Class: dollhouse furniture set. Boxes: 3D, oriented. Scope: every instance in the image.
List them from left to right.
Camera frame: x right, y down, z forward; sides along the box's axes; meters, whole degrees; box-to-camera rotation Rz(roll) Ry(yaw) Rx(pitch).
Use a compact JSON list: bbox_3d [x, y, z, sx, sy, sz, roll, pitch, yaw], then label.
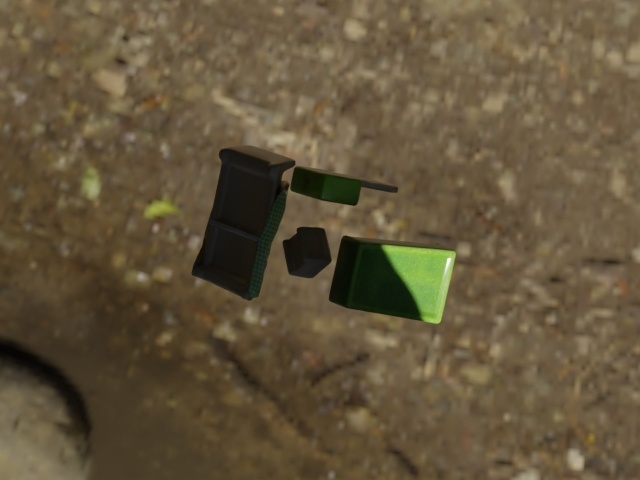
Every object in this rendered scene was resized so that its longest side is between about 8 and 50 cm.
[{"bbox_3d":[0.000,0.000,0.932,0.059,0.076,0.152,8,-173,-34],"label":"dollhouse furniture set"}]
